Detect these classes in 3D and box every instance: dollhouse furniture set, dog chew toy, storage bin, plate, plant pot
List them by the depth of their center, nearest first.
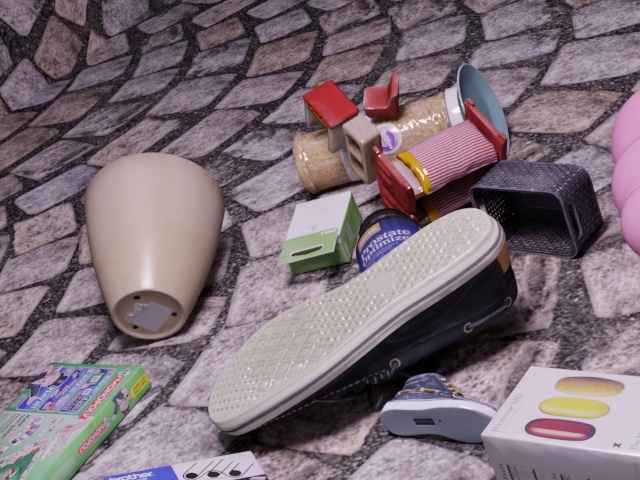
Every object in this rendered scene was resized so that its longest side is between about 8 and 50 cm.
[{"bbox_3d":[0.521,-0.094,1.949,0.207,0.206,0.332,-7,37,28],"label":"dog chew toy"},{"bbox_3d":[0.338,-0.051,2.079,0.180,0.122,0.084,7,38,44],"label":"storage bin"},{"bbox_3d":[0.140,-0.195,2.315,0.201,0.152,0.374,-30,54,-13],"label":"dollhouse furniture set"},{"bbox_3d":[-0.293,0.032,2.317,0.257,0.256,0.274,-17,43,11],"label":"plant pot"},{"bbox_3d":[0.287,-0.229,2.387,0.024,0.188,0.188,-21,24,28],"label":"plate"}]

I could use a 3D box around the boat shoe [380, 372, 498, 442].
[{"bbox_3d":[0.171,0.217,1.767,0.183,0.065,0.083,-1,34,37],"label":"boat shoe"}]

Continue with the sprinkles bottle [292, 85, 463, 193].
[{"bbox_3d":[0.130,-0.190,2.504,0.355,0.121,0.121,-16,27,14],"label":"sprinkles bottle"}]

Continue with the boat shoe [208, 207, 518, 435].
[{"bbox_3d":[0.066,0.146,1.896,0.500,0.156,0.187,-33,31,4],"label":"boat shoe"}]

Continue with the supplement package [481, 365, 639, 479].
[{"bbox_3d":[0.332,0.244,1.514,0.244,0.133,0.139,1,34,39],"label":"supplement package"}]

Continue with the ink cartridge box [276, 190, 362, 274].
[{"bbox_3d":[0.000,0.000,2.310,0.109,0.062,0.209,-13,28,18],"label":"ink cartridge box"}]

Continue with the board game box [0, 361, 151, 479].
[{"bbox_3d":[-0.439,0.308,2.086,0.214,0.046,0.317,-1,33,35],"label":"board game box"}]

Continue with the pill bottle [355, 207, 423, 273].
[{"bbox_3d":[0.121,0.035,2.085,0.123,0.122,0.219,-21,26,3],"label":"pill bottle"}]

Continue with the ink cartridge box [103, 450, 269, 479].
[{"bbox_3d":[-0.175,0.336,1.752,0.207,0.046,0.097,-7,21,-19],"label":"ink cartridge box"}]
